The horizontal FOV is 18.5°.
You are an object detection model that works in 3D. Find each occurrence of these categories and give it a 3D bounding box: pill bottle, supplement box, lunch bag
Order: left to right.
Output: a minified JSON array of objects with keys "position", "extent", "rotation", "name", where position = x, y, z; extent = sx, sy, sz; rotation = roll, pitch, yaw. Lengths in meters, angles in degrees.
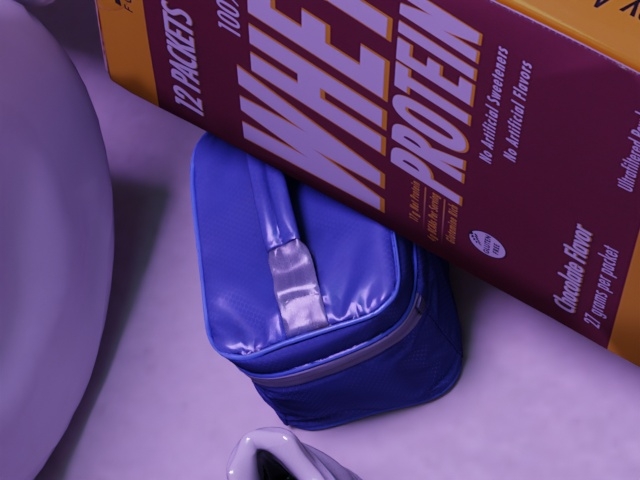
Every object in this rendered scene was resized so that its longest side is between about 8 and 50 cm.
[{"position":[-0.242,-0.009,0.640],"extent":[0.318,0.176,0.176],"rotation":[9,65,27],"name":"pill bottle"},{"position":[0.000,0.000,0.599],"extent":[0.067,0.065,0.098],"rotation":[-18,56,12],"name":"lunch bag"},{"position":[0.065,-0.107,0.547],"extent":[0.191,0.129,0.194],"rotation":[29,64,16],"name":"supplement box"}]

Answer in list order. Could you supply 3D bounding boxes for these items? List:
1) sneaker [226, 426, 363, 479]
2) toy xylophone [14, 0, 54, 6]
[{"position":[0.003,0.118,0.531],"extent":[0.054,0.061,0.152],"rotation":[-26,56,5],"name":"sneaker"},{"position":[-0.130,-0.188,0.667],"extent":[0.323,0.081,0.236],"rotation":[12,60,37],"name":"toy xylophone"}]
